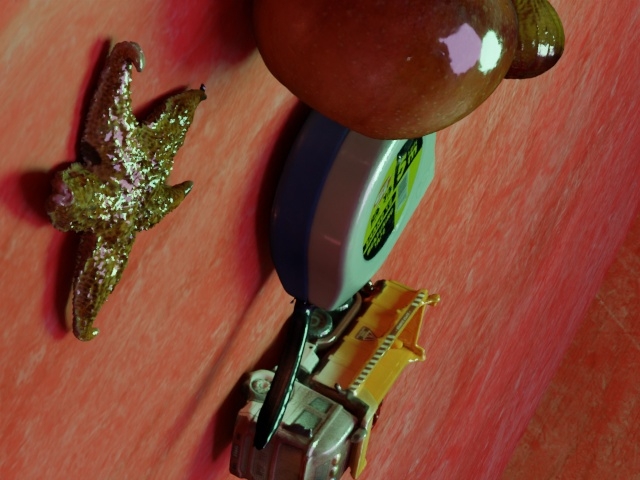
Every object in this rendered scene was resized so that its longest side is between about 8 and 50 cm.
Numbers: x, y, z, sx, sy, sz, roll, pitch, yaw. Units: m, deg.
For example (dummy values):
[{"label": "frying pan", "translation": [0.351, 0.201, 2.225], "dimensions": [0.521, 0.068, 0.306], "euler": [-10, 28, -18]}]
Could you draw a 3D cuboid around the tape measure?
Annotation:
[{"label": "tape measure", "translation": [0.000, 0.000, 1.461], "dimensions": [0.215, 0.098, 0.351], "euler": [89, 26, -57]}]

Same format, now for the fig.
[{"label": "fig", "translation": [0.208, -0.248, 1.822], "dimensions": [0.119, 0.153, 0.119], "euler": [-32, -173, 5]}]

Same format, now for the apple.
[{"label": "apple", "translation": [0.044, -0.162, 1.223], "dimensions": [0.162, 0.201, 0.201], "euler": [-53, 168, 20]}]

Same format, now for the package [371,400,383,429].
[{"label": "package", "translation": [0.043, 0.194, 1.903], "dimensions": [0.194, 0.071, 0.269], "euler": [-58, 171, 20]}]

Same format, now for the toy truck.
[{"label": "toy truck", "translation": [0.016, 0.148, 1.640], "dimensions": [0.270, 0.135, 0.114], "euler": [-50, 157, -44]}]

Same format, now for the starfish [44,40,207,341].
[{"label": "starfish", "translation": [-0.137, -0.031, 1.118], "dimensions": [0.227, 0.043, 0.240], "euler": [-35, 147, -59]}]
